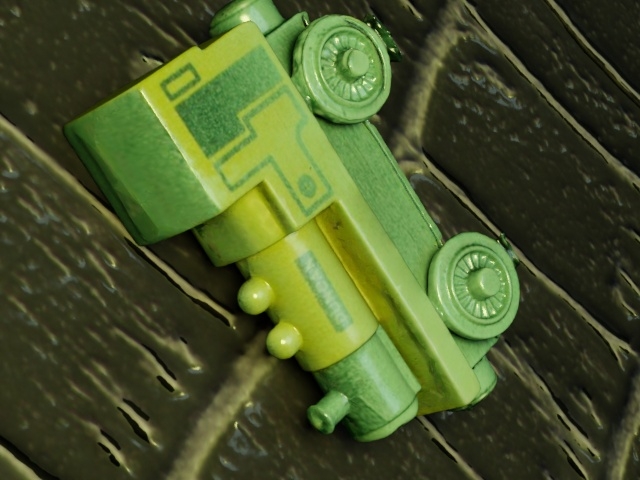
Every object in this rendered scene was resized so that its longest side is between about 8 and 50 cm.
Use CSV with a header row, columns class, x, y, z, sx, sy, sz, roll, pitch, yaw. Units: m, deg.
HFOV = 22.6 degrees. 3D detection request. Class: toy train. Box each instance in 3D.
class,x,y,z,sx,sy,sz,roll,pitch,yaw
toy train,0.000,0.000,1.199,0.237,0.150,0.369,-41,103,-38
